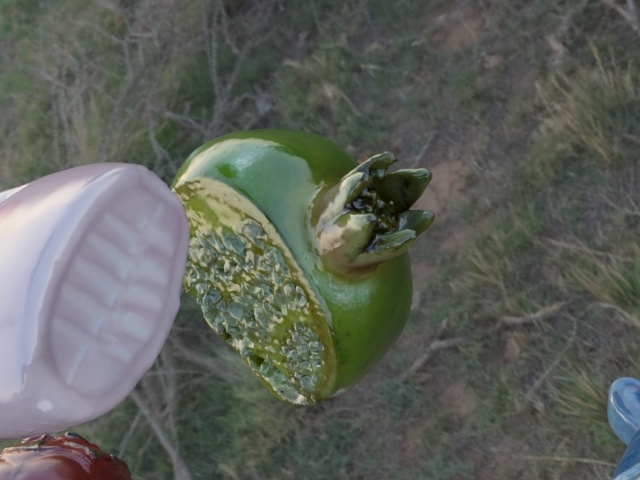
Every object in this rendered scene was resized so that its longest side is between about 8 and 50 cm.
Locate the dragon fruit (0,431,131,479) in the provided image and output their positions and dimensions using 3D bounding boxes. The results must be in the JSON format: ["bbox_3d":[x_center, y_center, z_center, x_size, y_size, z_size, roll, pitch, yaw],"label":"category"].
[{"bbox_3d":[-0.339,0.358,1.102,0.241,0.252,0.240,19,120,36],"label":"dragon fruit"}]

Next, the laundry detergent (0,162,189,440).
[{"bbox_3d":[-0.225,0.039,0.529,0.335,0.088,0.159,-7,49,39],"label":"laundry detergent"}]

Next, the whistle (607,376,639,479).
[{"bbox_3d":[0.208,0.105,0.415,0.269,0.093,0.180,-21,37,-22],"label":"whistle"}]

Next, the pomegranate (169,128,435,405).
[{"bbox_3d":[0.000,0.000,0.984,0.216,0.309,0.359,-32,1,-44],"label":"pomegranate"}]
